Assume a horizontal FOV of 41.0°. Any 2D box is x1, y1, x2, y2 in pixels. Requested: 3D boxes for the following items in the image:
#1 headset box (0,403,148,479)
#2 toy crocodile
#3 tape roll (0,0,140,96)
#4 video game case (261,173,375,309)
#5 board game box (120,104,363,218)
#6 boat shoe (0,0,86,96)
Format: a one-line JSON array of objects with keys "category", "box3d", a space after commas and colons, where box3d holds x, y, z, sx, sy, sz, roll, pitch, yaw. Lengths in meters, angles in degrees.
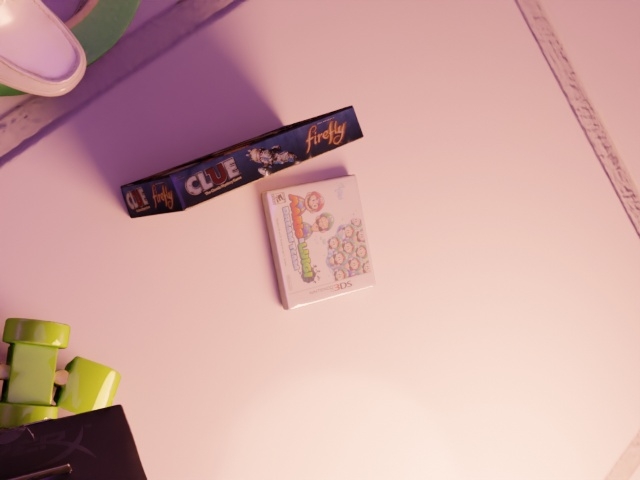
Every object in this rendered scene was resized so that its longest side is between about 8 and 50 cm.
[{"category": "headset box", "box3d": [-0.290, 0.274, 0.793, 0.218, 0.293, 0.110, -8, 55, -32]}, {"category": "toy crocodile", "box3d": [-0.369, 0.133, 0.870, 0.341, 0.105, 0.115, 10, 77, -27]}, {"category": "tape roll", "box3d": [-0.347, -0.318, 0.906, 0.321, 0.077, 0.321, 2, 87, -31]}, {"category": "video game case", "box3d": [0.000, 0.000, 1.137, 0.143, 0.019, 0.157, -13, 95, -31]}, {"category": "board game box", "box3d": [-0.093, -0.091, 1.000, 0.243, 0.165, 0.042, -25, 101, -30]}, {"category": "boat shoe", "box3d": [-0.337, -0.240, 0.808, 0.277, 0.096, 0.098, 37, 70, -25]}]
